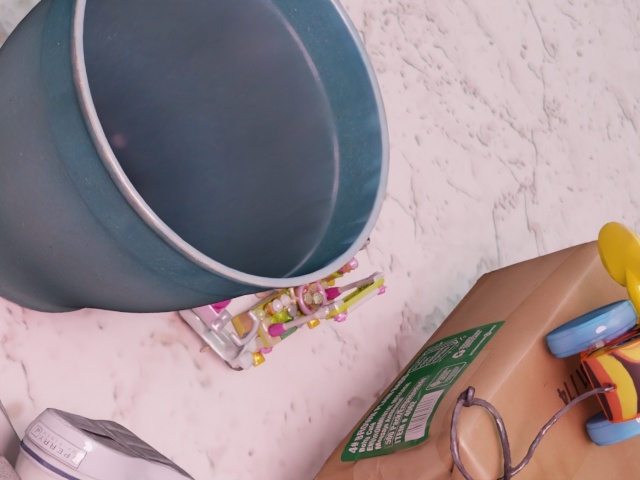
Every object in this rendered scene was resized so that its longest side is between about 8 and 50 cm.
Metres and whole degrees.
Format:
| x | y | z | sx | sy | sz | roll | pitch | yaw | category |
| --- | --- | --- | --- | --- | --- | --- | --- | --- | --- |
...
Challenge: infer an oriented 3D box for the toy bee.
| x | y | z | sx | sy | sz | roll | pitch | yaw | category |
| --- | --- | --- | --- | --- | --- | --- | --- | --- | --- |
| 0.249 | 0.099 | 1.113 | 0.195 | 0.162 | 0.298 | 52 | 42 | -15 | toy bee |

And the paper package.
| x | y | z | sx | sy | sz | roll | pitch | yaw | category |
| --- | --- | --- | --- | --- | --- | --- | --- | --- | --- |
| 0.197 | 0.204 | 1.251 | 0.309 | 0.168 | 0.325 | 55 | 43 | -9 | paper package |

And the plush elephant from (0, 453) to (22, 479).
| x | y | z | sx | sy | sz | roll | pitch | yaw | category |
| --- | --- | --- | --- | --- | --- | --- | --- | --- | --- |
| -0.265 | 0.230 | 0.846 | 0.255 | 0.272 | 0.330 | -34 | 100 | -38 | plush elephant |

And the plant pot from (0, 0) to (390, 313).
| x | y | z | sx | sy | sz | roll | pitch | yaw | category |
| --- | --- | --- | --- | --- | --- | --- | --- | --- | --- |
| -0.133 | -0.065 | 1.096 | 0.271 | 0.255 | 0.272 | 19 | 61 | -38 | plant pot |

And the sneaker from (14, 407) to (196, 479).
| x | y | z | sx | sy | sz | roll | pitch | yaw | category |
| --- | --- | --- | --- | --- | --- | --- | --- | --- | --- |
| -0.154 | 0.181 | 1.067 | 0.091 | 0.094 | 0.258 | -56 | 155 | -4 | sneaker |

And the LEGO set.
| x | y | z | sx | sy | sz | roll | pitch | yaw | category |
| --- | --- | --- | --- | --- | --- | --- | --- | --- | --- |
| 0.000 | 0.000 | 1.312 | 0.132 | 0.107 | 0.287 | 48 | 46 | -21 | LEGO set |

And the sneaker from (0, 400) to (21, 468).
| x | y | z | sx | sy | sz | roll | pitch | yaw | category |
| --- | --- | --- | --- | --- | --- | --- | --- | --- | --- |
| -0.299 | 0.113 | 1.001 | 0.151 | 0.094 | 0.256 | -35 | 127 | -9 | sneaker |
